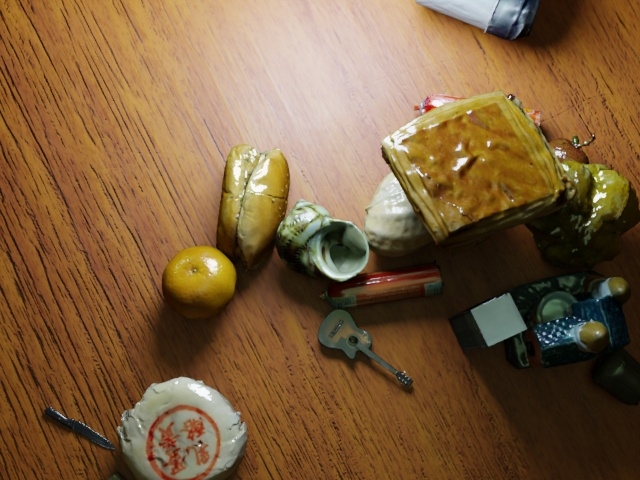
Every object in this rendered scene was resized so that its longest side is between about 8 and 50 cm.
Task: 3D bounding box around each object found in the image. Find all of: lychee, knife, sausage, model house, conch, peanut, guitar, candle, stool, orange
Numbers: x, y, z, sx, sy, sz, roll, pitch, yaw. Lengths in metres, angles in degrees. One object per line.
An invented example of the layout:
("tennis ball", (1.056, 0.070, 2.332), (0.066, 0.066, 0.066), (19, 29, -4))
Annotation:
("lychee", (0.541, -0.176, 1.811), (0.140, 0.114, 0.101), (-27, 110, 20))
("knife", (-0.507, 0.397, 1.759), (0.170, 0.010, 0.023), (30, 88, 1))
("sausage", (0.127, 0.098, 1.781), (0.264, 0.083, 0.083), (-8, 82, -1))
("model house", (0.518, 0.161, 1.678), (0.253, 0.291, 0.184), (-11, 87, -3))
("conch", (0.000, -0.001, 1.759), (0.187, 0.124, 0.181), (-18, 99, 5))
("sausage", (0.344, -0.275, 1.844), (0.274, 0.074, 0.074), (10, 82, 0))
("peanut", (0.234, -0.087, 1.777), (0.340, 0.158, 0.174), (-27, 53, -9))
("guitar", (0.100, 0.238, 1.787), (0.233, 0.025, 0.088), (36, 82, 3))
("candle", (0.328, -0.585, 1.821), (0.343, 0.221, 0.221), (21, 82, 5))
("stool", (0.638, 0.288, 1.757), (0.110, 0.096, 0.096), (40, 83, 1))
("orange", (-0.252, 0.091, 1.746), (0.159, 0.136, 0.158), (-2, 65, 4))

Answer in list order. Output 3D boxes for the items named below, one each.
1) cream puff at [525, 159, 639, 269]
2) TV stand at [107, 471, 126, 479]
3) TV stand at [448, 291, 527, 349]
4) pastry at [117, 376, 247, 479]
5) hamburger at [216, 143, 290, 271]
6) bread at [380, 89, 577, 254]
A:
("cream puff", (0.542, -0.051, 1.743), (0.244, 0.196, 0.244), (0, 95, -3))
("TV stand", (-0.346, 0.575, 1.720), (0.249, 0.042, 0.036), (41, 87, 5))
("TV stand", (0.331, 0.166, 1.678), (0.088, 0.269, 0.082), (-23, 83, -4))
("pastry", (-0.282, 0.405, 1.704), (0.265, 0.133, 0.264), (0, 78, 1))
("hamburger", (-0.143, -0.078, 1.764), (0.144, 0.156, 0.282), (8, 79, 0))
("bread", (0.294, -0.125, 1.629), (0.325, 0.167, 0.277), (-22, 75, -19))
